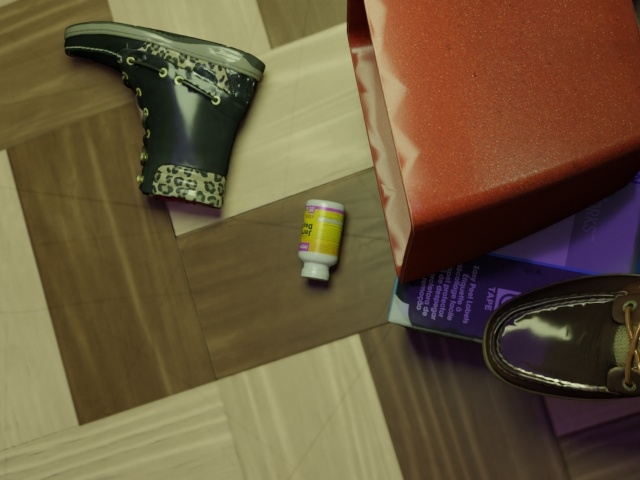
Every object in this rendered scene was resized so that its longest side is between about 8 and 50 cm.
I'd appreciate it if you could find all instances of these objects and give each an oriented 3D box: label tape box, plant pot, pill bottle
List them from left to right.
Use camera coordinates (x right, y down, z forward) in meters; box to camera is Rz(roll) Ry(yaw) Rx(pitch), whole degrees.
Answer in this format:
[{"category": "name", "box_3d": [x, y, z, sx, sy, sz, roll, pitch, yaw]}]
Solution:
[{"category": "pill bottle", "box_3d": [0.000, 0.000, 1.545, 0.043, 0.043, 0.083, 7, 84, 14]}, {"category": "plant pot", "box_3d": [0.164, -0.132, 1.312, 0.235, 0.267, 0.267, -11, 79, -1]}, {"category": "label tape box", "box_3d": [0.263, -0.002, 1.448, 0.347, 0.115, 0.249, 11, 85, 16]}]

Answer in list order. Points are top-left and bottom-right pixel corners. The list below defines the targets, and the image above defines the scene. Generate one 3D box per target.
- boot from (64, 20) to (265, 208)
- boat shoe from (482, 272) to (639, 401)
[{"category": "boot", "box_3d": [-0.191, -0.140, 1.589, 0.236, 0.085, 0.179, 12, 88, 14]}, {"category": "boat shoe", "box_3d": [0.315, 0.088, 1.309, 0.342, 0.123, 0.123, 2, 84, 12]}]
